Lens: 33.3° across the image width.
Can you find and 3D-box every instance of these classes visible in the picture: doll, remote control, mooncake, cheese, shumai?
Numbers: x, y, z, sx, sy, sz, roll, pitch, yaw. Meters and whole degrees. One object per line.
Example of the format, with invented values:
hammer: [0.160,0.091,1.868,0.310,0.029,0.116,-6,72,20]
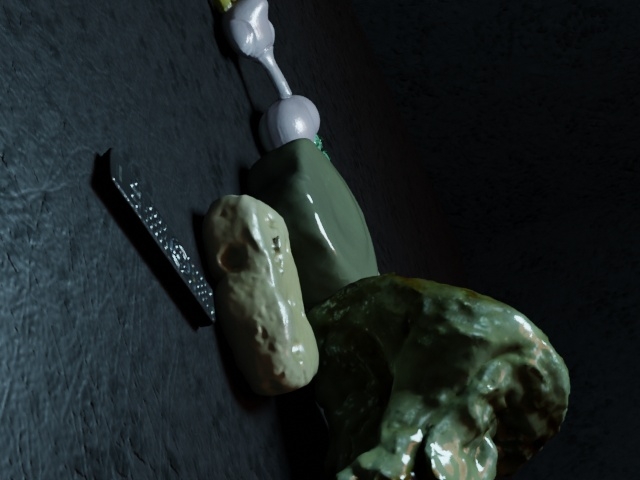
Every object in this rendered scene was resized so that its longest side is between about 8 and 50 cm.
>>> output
doll: [-0.086,-0.278,1.809,0.160,0.094,0.365,-51,120,-70]
remote control: [-0.177,0.002,1.186,0.063,0.025,0.245,-95,162,-49]
mooncake: [-0.017,-0.016,1.654,0.275,0.135,0.275,-21,90,-75]
cheese: [-0.074,0.071,1.377,0.159,0.093,0.263,33,41,-69]
shumai: [0.114,0.260,1.423,0.323,0.397,0.324,-64,146,-42]

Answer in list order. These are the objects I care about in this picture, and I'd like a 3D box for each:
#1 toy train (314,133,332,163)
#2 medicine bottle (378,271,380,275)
toy train: [-0.013,-0.117,1.960,0.104,0.071,0.178,-84,153,-44]
medicine bottle: [0.061,0.101,1.924,0.183,0.086,0.086,-68,138,-70]
